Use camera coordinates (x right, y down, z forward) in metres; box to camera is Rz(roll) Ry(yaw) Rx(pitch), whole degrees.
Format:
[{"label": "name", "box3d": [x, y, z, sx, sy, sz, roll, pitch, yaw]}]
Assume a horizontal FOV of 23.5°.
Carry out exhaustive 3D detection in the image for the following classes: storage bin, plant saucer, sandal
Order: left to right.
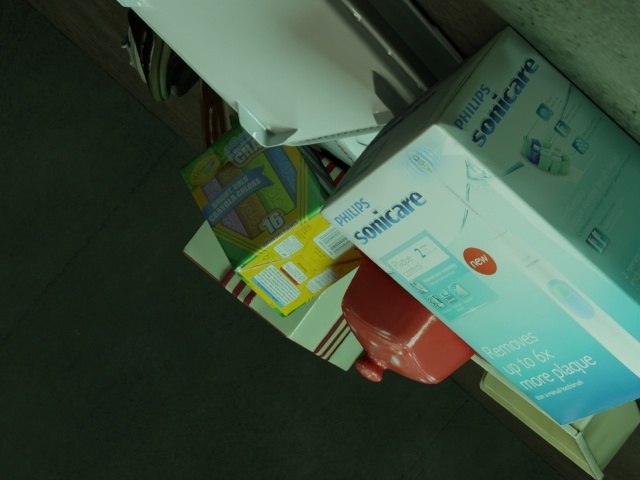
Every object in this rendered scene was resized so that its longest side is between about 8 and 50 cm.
[{"label": "sandal", "box3d": [-0.184, -0.272, 1.926, 0.303, 0.086, 0.120, 113, 143, -63]}, {"label": "plant saucer", "box3d": [-0.112, -0.132, 1.946, 0.310, 0.050, 0.310, 173, 90, -79]}, {"label": "storage bin", "box3d": [0.323, 0.196, 2.231, 0.260, 0.123, 0.262, 37, 174, 27]}]

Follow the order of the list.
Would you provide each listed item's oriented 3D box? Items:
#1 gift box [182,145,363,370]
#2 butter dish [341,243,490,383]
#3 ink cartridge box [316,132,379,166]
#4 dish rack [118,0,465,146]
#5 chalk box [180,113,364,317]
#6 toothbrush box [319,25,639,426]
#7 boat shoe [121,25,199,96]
[{"label": "gift box", "box3d": [0.000, 0.000, 2.169, 0.255, 0.258, 0.276, 38, -178, 23]}, {"label": "butter dish", "box3d": [0.083, 0.099, 1.643, 0.160, 0.118, 0.160, 36, 172, 38]}, {"label": "ink cartridge box", "box3d": [-0.003, -0.171, 1.686, 0.219, 0.092, 0.160, 35, 172, 43]}, {"label": "dish rack", "box3d": [-0.053, -0.199, 1.403, 0.285, 0.072, 0.333, -6, 138, 49]}, {"label": "chalk box", "box3d": [-0.058, -0.049, 1.707, 0.132, 0.132, 0.213, 46, -170, -52]}, {"label": "toothbrush box", "box3d": [0.180, -0.003, 1.281, 0.295, 0.126, 0.216, 43, 150, -8]}, {"label": "boat shoe", "box3d": [-0.231, -0.286, 2.209, 0.103, 0.118, 0.320, 38, -178, 6]}]
